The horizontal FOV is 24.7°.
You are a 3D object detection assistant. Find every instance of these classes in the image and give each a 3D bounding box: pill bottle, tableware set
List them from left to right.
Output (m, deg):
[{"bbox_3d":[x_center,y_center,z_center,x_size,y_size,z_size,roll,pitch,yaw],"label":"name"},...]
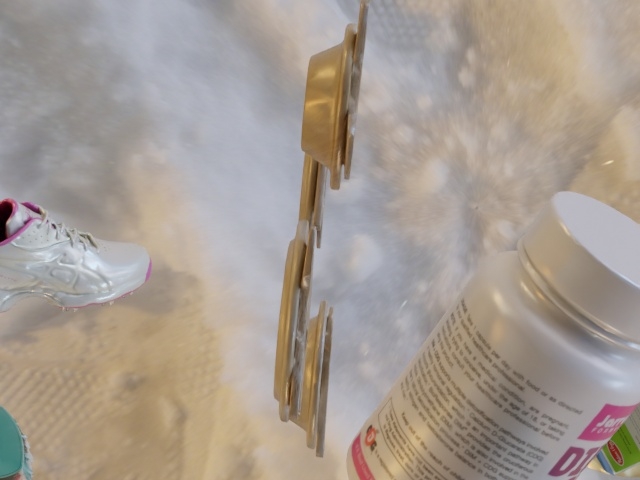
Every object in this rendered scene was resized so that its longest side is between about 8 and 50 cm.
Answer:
[{"bbox_3d":[0.000,0.000,0.511,0.020,0.169,0.141,6,78,0],"label":"tableware set"},{"bbox_3d":[0.156,0.111,1.141,0.160,0.160,0.283,35,114,4],"label":"pill bottle"}]

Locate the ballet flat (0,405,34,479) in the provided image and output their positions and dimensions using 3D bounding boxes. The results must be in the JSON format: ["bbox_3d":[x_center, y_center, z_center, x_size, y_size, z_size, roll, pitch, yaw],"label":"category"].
[{"bbox_3d":[-0.291,0.243,1.310,0.091,0.241,0.077,-6,123,-19],"label":"ballet flat"}]

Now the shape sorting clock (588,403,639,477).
[{"bbox_3d":[0.339,0.165,1.574,0.206,0.040,0.206,0,113,1],"label":"shape sorting clock"}]

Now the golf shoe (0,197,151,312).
[{"bbox_3d":[-0.353,0.015,1.882,0.306,0.115,0.140,-5,118,-33],"label":"golf shoe"}]
